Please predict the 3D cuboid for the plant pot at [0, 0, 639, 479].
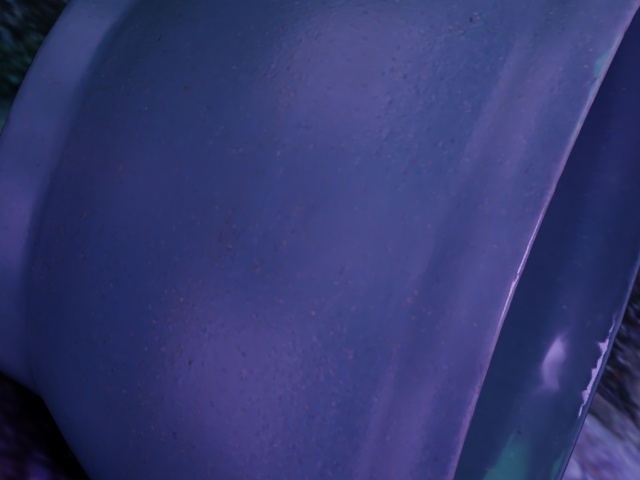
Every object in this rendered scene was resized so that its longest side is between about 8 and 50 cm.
[{"bbox_3d":[0.000,0.000,0.720,0.196,0.293,0.293,20,22,15],"label":"plant pot"}]
